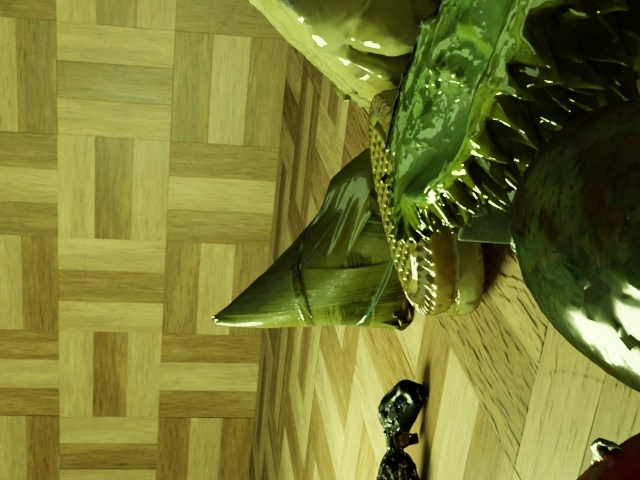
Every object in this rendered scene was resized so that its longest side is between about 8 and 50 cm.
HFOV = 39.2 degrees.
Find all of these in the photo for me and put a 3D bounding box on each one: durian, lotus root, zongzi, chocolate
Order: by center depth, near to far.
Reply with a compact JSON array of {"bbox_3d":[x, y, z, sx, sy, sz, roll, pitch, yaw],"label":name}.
[{"bbox_3d":[0.186,0.006,0.439,0.275,0.151,0.160,-131,26,-81],"label":"lotus root"},{"bbox_3d":[0.118,-0.143,0.592,0.198,0.163,0.394,47,135,26],"label":"durian"},{"bbox_3d":[0.105,0.253,1.146,0.070,0.072,0.147,29,-114,-55],"label":"chocolate"},{"bbox_3d":[0.000,0.000,1.164,0.125,0.274,0.251,-121,34,-60],"label":"zongzi"}]

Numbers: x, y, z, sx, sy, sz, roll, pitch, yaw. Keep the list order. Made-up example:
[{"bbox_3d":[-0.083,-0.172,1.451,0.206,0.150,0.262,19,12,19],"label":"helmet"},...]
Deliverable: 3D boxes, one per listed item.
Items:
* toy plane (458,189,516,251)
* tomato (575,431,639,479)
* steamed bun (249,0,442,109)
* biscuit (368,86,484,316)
[{"bbox_3d":[0.184,-0.113,0.708,0.212,0.088,0.267,-105,28,-58],"label":"toy plane"},{"bbox_3d":[0.184,0.173,0.444,0.167,0.167,0.167,-178,90,-80],"label":"tomato"},{"bbox_3d":[0.035,-0.312,1.021,0.230,0.325,0.372,-47,3,5],"label":"steamed bun"},{"bbox_3d":[0.110,-0.038,0.951,0.259,0.079,0.259,167,90,-87],"label":"biscuit"}]
